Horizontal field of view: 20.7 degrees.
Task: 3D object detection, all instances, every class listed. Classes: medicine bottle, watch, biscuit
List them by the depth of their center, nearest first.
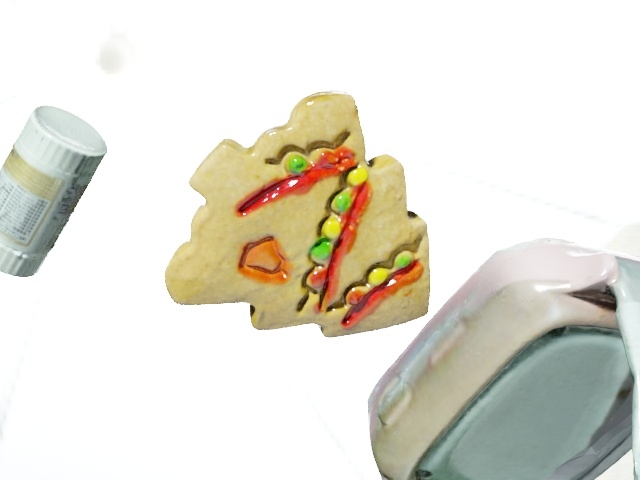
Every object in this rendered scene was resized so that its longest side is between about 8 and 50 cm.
[{"bbox_3d":[0.134,0.156,0.921,0.162,0.241,0.253,11,-48,-31],"label":"watch"},{"bbox_3d":[-0.151,-0.026,0.931,0.047,0.083,0.047,28,21,-12],"label":"medicine bottle"},{"bbox_3d":[0.000,0.000,1.370,0.239,0.212,0.041,35,10,-27],"label":"biscuit"}]

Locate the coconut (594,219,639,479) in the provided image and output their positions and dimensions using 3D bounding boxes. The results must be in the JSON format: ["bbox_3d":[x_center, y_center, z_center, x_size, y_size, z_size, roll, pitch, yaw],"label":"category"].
[{"bbox_3d":[0.257,0.110,1.291,0.266,0.237,0.237,-46,-21,31],"label":"coconut"}]
